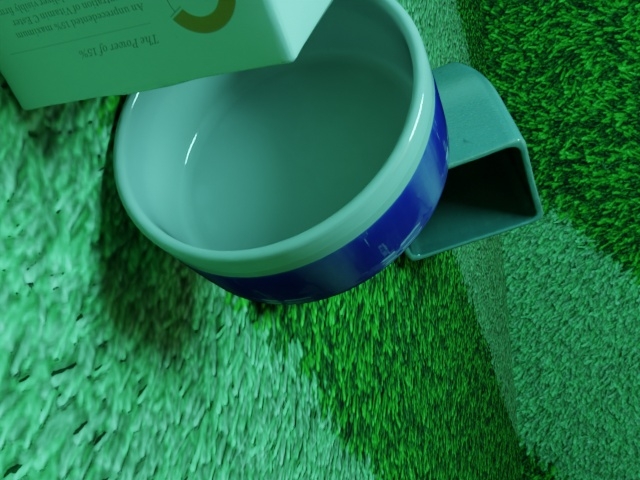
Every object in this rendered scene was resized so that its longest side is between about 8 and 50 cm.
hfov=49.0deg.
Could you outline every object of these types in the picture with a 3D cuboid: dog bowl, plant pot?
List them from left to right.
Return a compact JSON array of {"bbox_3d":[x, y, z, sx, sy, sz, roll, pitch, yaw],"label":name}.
[{"bbox_3d":[-0.031,-0.085,0.582,0.104,0.265,0.265,50,42,-58],"label":"dog bowl"},{"bbox_3d":[0.213,-0.156,1.220,0.248,0.247,0.252,51,24,-53],"label":"plant pot"}]

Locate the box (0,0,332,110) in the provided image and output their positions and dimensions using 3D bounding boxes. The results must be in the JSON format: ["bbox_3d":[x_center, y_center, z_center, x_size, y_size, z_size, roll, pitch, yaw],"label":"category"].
[{"bbox_3d":[-0.141,-0.279,0.419,0.168,0.215,0.345,-67,145,-48],"label":"box"}]
